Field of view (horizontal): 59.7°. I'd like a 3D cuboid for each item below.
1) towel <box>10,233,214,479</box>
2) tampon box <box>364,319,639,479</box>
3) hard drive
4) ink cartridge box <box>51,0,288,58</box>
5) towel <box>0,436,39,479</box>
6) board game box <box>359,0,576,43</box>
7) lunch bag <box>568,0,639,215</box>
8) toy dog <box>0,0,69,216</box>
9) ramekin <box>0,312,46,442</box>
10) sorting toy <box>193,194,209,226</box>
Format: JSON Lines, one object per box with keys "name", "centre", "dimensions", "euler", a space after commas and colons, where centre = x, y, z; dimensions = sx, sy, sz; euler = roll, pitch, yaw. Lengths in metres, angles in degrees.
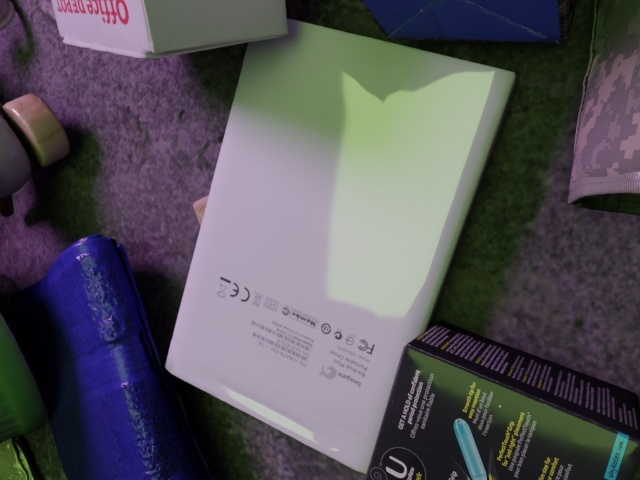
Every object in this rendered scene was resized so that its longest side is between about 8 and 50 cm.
{"name": "towel", "centre": [-0.236, 0.167, 0.622], "dimensions": [0.227, 0.076, 0.308], "euler": [-26, 82, 41]}
{"name": "tampon box", "centre": [0.136, 0.151, 0.421], "dimensions": [0.161, 0.101, 0.120], "euler": [20, 101, 25]}
{"name": "hard drive", "centre": [0.000, 0.000, 0.504], "dimensions": [0.233, 0.047, 0.353], "euler": [21, 103, 20]}
{"name": "ink cartridge box", "centre": [-0.146, -0.314, 0.428], "dimensions": [0.223, 0.129, 0.307], "euler": [27, 129, 46]}
{"name": "towel", "centre": [-0.447, 0.319, 0.764], "dimensions": [0.148, 0.027, 0.110], "euler": [-41, 74, 23]}
{"name": "board game box", "centre": [0.095, -0.301, 0.320], "dimensions": [0.141, 0.232, 0.291], "euler": [12, 90, 26]}
{"name": "lunch bag", "centre": [0.280, -0.124, 0.289], "dimensions": [0.287, 0.169, 0.235], "euler": [10, 93, 57]}
{"name": "toy dog", "centre": [-0.449, -0.149, 0.668], "dimensions": [0.334, 0.220, 0.161], "euler": [60, 146, 19]}
{"name": "ramekin", "centre": [-0.455, 0.120, 0.617], "dimensions": [0.303, 0.148, 0.303], "euler": [27, 133, 34]}
{"name": "sorting toy", "centre": [-0.089, -0.026, 0.573], "dimensions": [0.083, 0.012, 0.062], "euler": [-21, 86, 26]}
